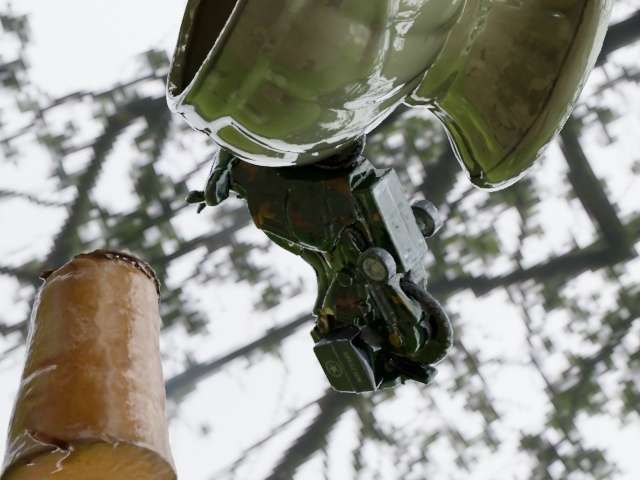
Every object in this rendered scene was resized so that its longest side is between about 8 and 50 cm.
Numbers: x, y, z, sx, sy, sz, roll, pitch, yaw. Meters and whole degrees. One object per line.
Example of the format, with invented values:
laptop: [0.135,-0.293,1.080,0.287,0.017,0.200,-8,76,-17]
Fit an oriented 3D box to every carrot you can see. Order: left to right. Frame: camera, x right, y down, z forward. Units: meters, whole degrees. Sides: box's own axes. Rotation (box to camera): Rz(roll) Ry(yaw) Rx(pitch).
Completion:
carrot: [-0.251,0.156,2.028,0.196,0.196,0.254,125,-34,-46]

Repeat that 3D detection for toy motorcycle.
toy motorcycle: [0.000,0.000,1.547,0.187,0.125,0.275,-9,-66,42]

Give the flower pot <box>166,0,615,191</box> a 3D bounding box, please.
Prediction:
flower pot: [0.055,-0.175,1.321,0.244,0.307,0.307,20,-41,-14]
